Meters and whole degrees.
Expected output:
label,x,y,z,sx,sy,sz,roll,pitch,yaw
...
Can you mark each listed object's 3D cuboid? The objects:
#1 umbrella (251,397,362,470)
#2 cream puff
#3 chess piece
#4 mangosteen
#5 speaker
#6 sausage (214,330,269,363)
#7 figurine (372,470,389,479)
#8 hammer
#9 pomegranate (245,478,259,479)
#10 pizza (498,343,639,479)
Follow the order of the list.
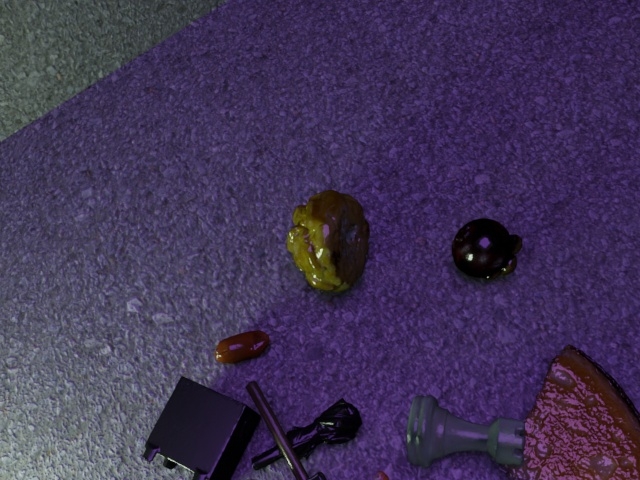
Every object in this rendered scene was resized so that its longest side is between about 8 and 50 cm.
label,x,y,z,sx,sy,sz,roll,pitch,yaw
umbrella,-0.041,0.571,1.890,0.340,0.118,0.118,-24,60,-5
cream puff,-0.001,0.001,2.116,0.257,0.291,0.324,1,79,34
chess piece,0.395,0.529,1.778,0.299,0.194,0.194,2,61,20
mangosteen,0.514,0.029,2.064,0.210,0.209,0.209,-4,61,7
speaker,-0.337,0.563,1.896,0.232,0.184,0.253,19,69,19
sausage,-0.245,0.335,2.070,0.179,0.089,0.089,-14,60,-3
figurine,0.145,0.689,1.825,0.109,0.064,0.047,-34,85,-26
hammer,-0.115,0.556,1.849,0.111,0.043,0.365,-37,63,5
pomegranate,-0.196,0.774,1.693,0.323,0.322,0.321,-4,61,7
pizza,0.753,0.542,1.798,0.392,0.080,0.434,27,70,24
